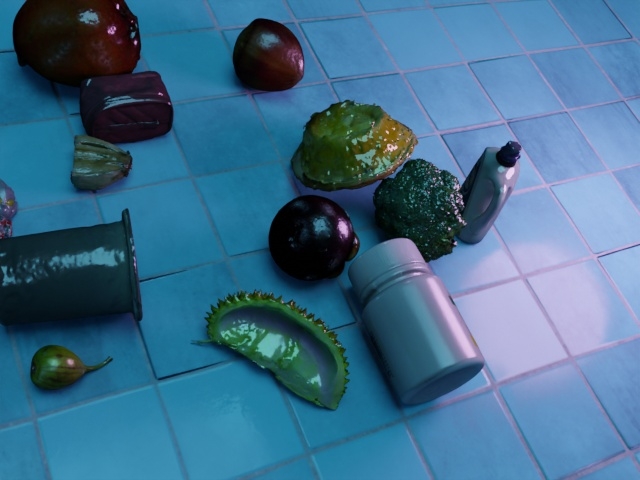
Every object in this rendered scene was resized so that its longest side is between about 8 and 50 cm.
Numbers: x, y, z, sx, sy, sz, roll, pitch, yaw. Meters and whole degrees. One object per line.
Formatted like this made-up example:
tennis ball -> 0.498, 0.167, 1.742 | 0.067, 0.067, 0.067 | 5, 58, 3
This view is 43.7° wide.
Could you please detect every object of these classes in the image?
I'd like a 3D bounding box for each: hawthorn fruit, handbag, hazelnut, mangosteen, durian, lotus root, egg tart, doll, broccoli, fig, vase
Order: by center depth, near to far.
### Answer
fig -> -0.501, 0.254, 1.621 | 0.166, 0.093, 0.093 | -2, 58, -20
vase -> -0.529, 0.063, 1.664 | 0.291, 0.245, 0.245 | -5, 59, -14
durian -> -0.086, 0.219, 1.740 | 0.355, 0.157, 0.169 | 27, 70, 1
doll -> -0.721, -0.067, 1.783 | 0.094, 0.079, 0.180 | 17, 55, -42
mangosteen -> 0.000, 0.000, 1.900 | 0.250, 0.211, 0.211 | 13, 47, -48
lotus root -> -0.527, -0.176, 1.916 | 0.144, 0.070, 0.143 | 7, 49, -8
handbag -> -0.480, -0.326, 1.985 | 0.225, 0.146, 0.135 | -12, 58, -27
hawthorn fruit -> -0.604, -0.519, 1.992 | 0.311, 0.295, 0.295 | 2, 57, -17
broccoli -> 0.258, -0.066, 2.015 | 0.270, 0.270, 0.270 | 10, 46, -53
egg tart -> 0.076, -0.255, 2.042 | 0.345, 0.132, 0.345 | -9, 36, 7
hazelnut -> -0.133, -0.497, 2.189 | 0.208, 0.208, 0.208 | 8, 55, -12

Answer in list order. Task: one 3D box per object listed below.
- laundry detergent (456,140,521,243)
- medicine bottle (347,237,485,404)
laundry detergent -> 0.441, -0.140, 2.068 | 0.105, 0.280, 0.215 | 19, 54, -6
medicine bottle -> 0.208, 0.180, 1.822 | 0.208, 0.208, 0.339 | -12, 61, -25
